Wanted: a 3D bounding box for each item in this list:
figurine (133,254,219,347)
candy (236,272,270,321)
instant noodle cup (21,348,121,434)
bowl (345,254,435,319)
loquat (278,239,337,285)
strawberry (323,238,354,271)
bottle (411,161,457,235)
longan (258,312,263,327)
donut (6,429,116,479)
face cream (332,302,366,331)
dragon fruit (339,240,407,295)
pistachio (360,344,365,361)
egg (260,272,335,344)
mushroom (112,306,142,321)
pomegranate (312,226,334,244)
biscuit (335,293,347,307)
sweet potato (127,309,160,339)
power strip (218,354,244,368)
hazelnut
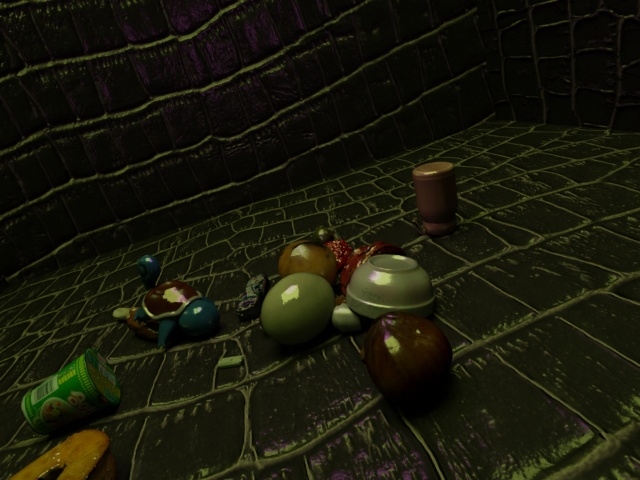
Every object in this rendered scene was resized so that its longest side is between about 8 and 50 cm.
[{"bbox_3d":[-0.576,0.246,1.863,0.416,0.242,0.298,38,34,16],"label":"figurine"},{"bbox_3d":[-0.274,0.225,1.933,0.088,0.061,0.312,-18,19,8],"label":"candy"},{"bbox_3d":[-0.797,0.492,1.494,0.233,0.206,0.207,-29,21,-10],"label":"instant noodle cup"},{"bbox_3d":[0.224,0.134,1.494,0.287,0.143,0.287,1,15,0],"label":"bowl"},{"bbox_3d":[-0.045,0.108,1.800,0.235,0.234,0.235,-16,19,6],"label":"loquat"},{"bbox_3d":[0.038,0.073,2.004,0.286,0.106,0.188,-28,20,-24],"label":"strawberry"},{"bbox_3d":[0.478,-0.171,1.995,0.207,0.296,0.173,-3,24,26],"label":"bottle"},{"bbox_3d":[-0.162,0.273,1.654,0.114,0.092,0.113,-19,6,2],"label":"longan"},{"bbox_3d":[-0.638,0.609,1.141,0.303,0.110,0.303,-18,19,7],"label":"donut"},{"bbox_3d":[0.091,0.248,1.503,0.095,0.091,0.091,1,25,23],"label":"face cream"},{"bbox_3d":[0.164,0.083,1.775,0.317,0.151,0.205,-27,17,-36],"label":"dragon fruit"},{"bbox_3d":[0.182,0.291,1.365,0.173,0.049,0.090,-32,25,-35],"label":"pistachio"},{"bbox_3d":[-0.073,0.221,1.529,0.219,0.218,0.269,3,25,45],"label":"egg"},{"bbox_3d":[-0.884,0.343,2.152,0.209,0.071,0.084,-4,56,43],"label":"mushroom"},{"bbox_3d":[0.000,0.000,2.253,0.142,0.114,0.114,-38,13,20],"label":"pomegranate"},{"bbox_3d":[0.074,0.230,1.672,0.120,0.019,0.130,-10,21,22],"label":"biscuit"},{"bbox_3d":[-0.720,0.355,1.932,0.252,0.097,0.097,15,37,44],"label":"sweet potato"},{"bbox_3d":[-0.293,0.399,1.541,0.090,0.016,0.040,-13,21,17],"label":"power strip"},{"bbox_3d":[0.206,0.277,1.149,0.217,0.217,0.251,-10,20,21],"label":"hazelnut"}]
